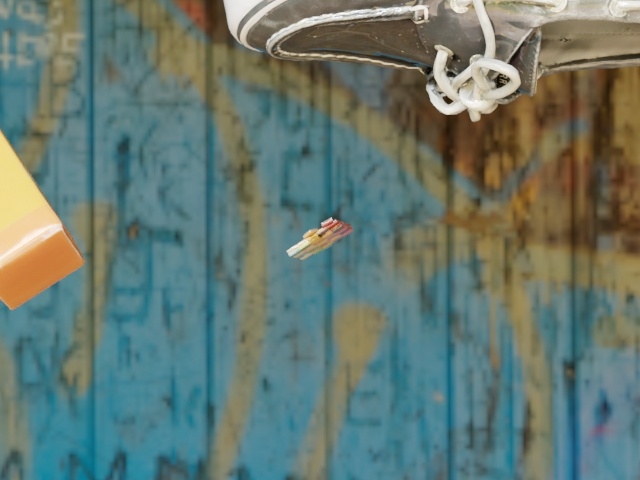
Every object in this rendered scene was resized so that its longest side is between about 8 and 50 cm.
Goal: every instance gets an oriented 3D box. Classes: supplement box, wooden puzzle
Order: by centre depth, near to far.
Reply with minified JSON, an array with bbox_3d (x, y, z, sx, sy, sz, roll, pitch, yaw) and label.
[{"bbox_3d":[-0.285,-0.061,1.157,0.078,0.233,0.080,-33,-22,-7],"label":"supplement box"},{"bbox_3d":[0.000,0.000,1.184,0.049,0.006,0.083,-33,-13,11],"label":"wooden puzzle"}]

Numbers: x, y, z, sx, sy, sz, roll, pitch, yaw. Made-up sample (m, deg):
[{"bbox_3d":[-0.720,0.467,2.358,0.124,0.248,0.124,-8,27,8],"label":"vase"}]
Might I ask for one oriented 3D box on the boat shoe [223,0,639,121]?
[{"bbox_3d":[0.098,-0.123,0.806,0.306,0.105,0.113,-6,-14,2],"label":"boat shoe"}]
